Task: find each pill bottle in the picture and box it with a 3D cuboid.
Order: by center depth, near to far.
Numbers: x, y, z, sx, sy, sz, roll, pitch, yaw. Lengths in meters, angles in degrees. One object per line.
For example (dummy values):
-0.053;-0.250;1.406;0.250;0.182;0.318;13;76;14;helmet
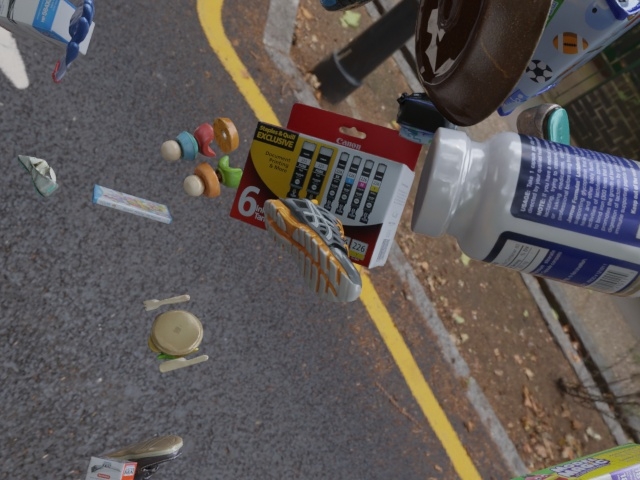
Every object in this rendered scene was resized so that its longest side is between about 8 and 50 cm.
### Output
0.246;-0.037;0.611;0.265;0.153;0.153;15;46;3;pill bottle

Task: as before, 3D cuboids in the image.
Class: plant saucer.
0.123;-0.198;0.451;0.036;0.198;0.198;5;57;-12;plant saucer

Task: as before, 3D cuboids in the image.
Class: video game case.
-0.423;-0.082;1.202;0.166;0.015;0.119;17;12;-26;video game case

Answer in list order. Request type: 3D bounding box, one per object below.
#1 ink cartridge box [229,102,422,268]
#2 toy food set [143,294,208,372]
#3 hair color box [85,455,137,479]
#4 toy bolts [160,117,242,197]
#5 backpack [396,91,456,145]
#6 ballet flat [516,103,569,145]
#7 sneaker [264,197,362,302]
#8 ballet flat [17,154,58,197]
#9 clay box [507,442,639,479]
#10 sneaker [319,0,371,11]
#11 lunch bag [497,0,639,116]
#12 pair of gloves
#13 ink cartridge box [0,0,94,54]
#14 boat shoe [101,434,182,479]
0.013;-0.124;1.061;0.130;0.310;0.271;1;108;-71;ink cartridge box
-0.354;0.228;1.303;0.133;0.038;0.192;-9;58;-25;toy food set
-0.480;0.575;1.189;0.053;0.093;0.167;52;45;-65;hair color box
-0.344;-0.250;1.500;0.159;0.218;0.228;-25;50;-30;toy bolts
0.185;-0.210;0.920;0.105;0.084;0.114;17;27;13;backpack
0.469;-0.133;1.119;0.108;0.106;0.315;-27;115;-27;ballet flat
0.000;0.000;0.734;0.083;0.084;0.215;-15;44;-27;sneaker
-0.833;-0.203;1.592;0.213;0.068;0.072;44;-12;33;ballet flat
0.233;0.256;0.449;0.222;0.053;0.127;-7;82;-19;clay box
0.134;-0.401;0.725;0.140;0.341;0.125;-2;84;-43;sneaker
0.365;-0.480;0.931;0.239;0.328;0.385;-32;85;-23;lunch bag
-0.393;-0.360;0.876;0.023;0.159;0.198;23;54;-34;pair of gloves
-0.654;-0.514;1.224;0.203;0.085;0.148;18;1;4;ink cartridge box
-0.461;0.575;1.386;0.103;0.285;0.092;-10;80;-66;boat shoe
